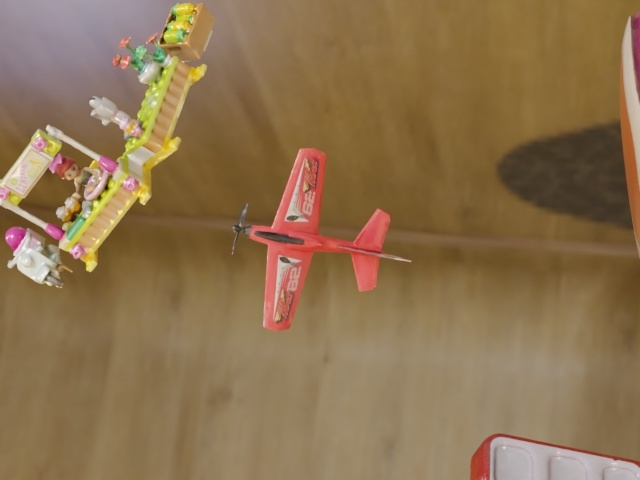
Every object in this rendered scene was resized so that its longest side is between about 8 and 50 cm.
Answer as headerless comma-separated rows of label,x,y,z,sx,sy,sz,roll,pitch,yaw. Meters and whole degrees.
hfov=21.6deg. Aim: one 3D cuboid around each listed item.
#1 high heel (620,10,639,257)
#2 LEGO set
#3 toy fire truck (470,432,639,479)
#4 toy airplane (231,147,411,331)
high heel,0.287,0.016,0.975,0.181,0.377,0.127,-12,157,4
LEGO set,-0.193,-0.096,1.442,0.107,0.287,0.132,31,-179,-23
toy fire truck,0.285,0.308,1.531,0.302,0.254,0.169,11,144,-8
toy airplane,0.000,0.000,1.342,0.151,0.151,0.028,14,-175,-20
